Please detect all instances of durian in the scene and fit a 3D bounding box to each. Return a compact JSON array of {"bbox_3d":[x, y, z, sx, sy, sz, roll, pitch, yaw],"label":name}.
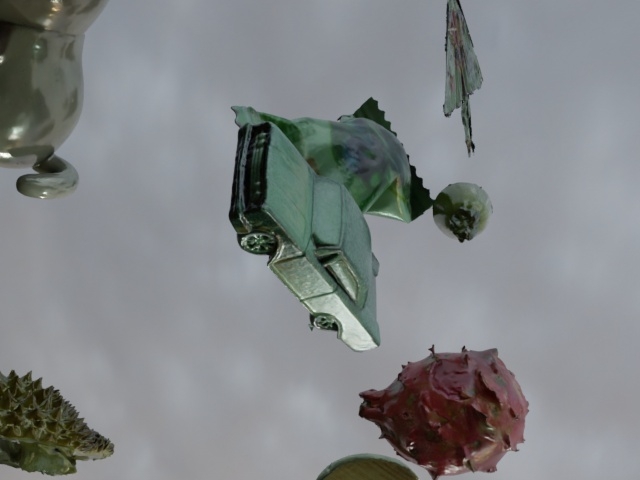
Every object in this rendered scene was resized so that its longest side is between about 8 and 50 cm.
[{"bbox_3d":[-0.478,0.303,1.272,0.172,0.306,0.166,-128,-131,-70],"label":"durian"}]

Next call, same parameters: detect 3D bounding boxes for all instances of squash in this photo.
[{"bbox_3d":[0.241,-0.040,1.329,0.105,0.132,0.105,1,-80,4],"label":"squash"}]

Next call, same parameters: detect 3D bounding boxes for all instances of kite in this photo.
[{"bbox_3d":[0.205,-0.253,1.183,0.013,0.323,0.267,-4,-71,22],"label":"kite"}]

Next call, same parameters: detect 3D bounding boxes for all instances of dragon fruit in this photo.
[{"bbox_3d":[0.191,0.275,1.268,0.268,0.205,0.210,-3,-64,16],"label":"dragon fruit"}]

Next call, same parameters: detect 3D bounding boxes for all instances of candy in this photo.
[{"bbox_3d":[0.017,-0.125,1.384,0.172,0.398,0.263,-43,-107,28],"label":"candy"}]

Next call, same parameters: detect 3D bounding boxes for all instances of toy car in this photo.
[{"bbox_3d":[0.000,0.000,0.936,0.097,0.141,0.320,-13,-38,21],"label":"toy car"}]

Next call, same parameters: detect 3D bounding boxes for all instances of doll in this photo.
[{"bbox_3d":[-0.394,-0.259,1.031,0.226,0.215,0.370,12,-75,-7],"label":"doll"}]

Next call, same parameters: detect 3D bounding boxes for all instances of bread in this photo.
[{"bbox_3d":[0.106,0.582,1.831,0.267,0.040,0.267,0,-62,0],"label":"bread"}]
